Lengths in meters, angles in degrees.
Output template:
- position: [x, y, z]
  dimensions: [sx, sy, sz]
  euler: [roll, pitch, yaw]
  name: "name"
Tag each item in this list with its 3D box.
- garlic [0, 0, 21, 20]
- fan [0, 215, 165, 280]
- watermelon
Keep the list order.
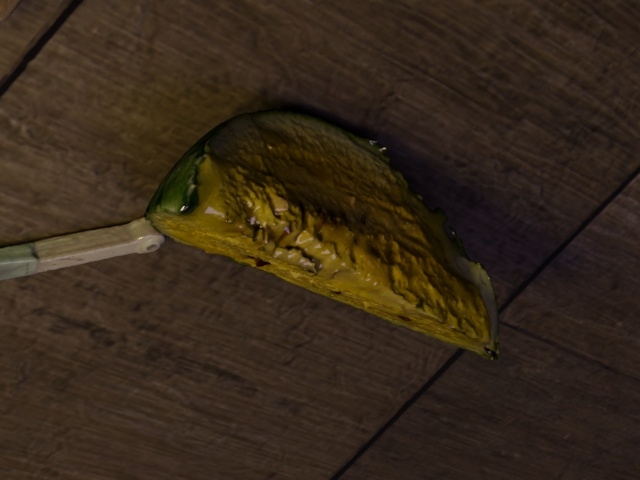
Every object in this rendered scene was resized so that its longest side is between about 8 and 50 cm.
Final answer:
- position: [-0.173, -0.170, 0.922]
  dimensions: [0.084, 0.066, 0.152]
  euler: [-6, 138, 12]
  name: "garlic"
- position: [-0.230, 0.023, 1.112]
  dimensions: [0.282, 0.023, 0.057]
  euler: [-10, 134, -22]
  name: "fan"
- position: [0.000, 0.000, 1.148]
  dimensions: [0.301, 0.129, 0.123]
  euler: [26, 112, -40]
  name: "watermelon"
